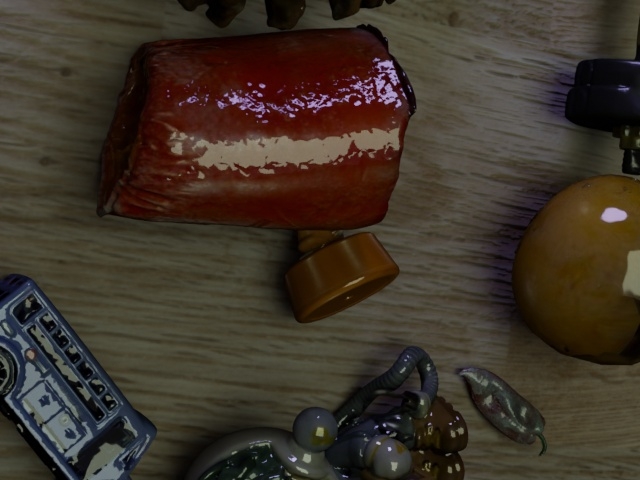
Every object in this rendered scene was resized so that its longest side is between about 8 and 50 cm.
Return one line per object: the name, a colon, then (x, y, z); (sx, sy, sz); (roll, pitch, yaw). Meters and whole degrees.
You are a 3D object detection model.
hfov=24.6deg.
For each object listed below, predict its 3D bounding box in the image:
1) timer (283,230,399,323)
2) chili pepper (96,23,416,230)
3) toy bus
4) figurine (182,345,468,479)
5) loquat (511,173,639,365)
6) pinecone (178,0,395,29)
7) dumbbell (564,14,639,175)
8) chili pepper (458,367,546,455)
timer: (0.000, 0.000, 1.683); (0.132, 0.132, 0.152); (-22, 78, -21)
chili pepper: (-0.079, -0.130, 1.556); (0.305, 0.229, 0.251); (3, 51, -19)
toy bus: (-0.274, 0.180, 1.556); (0.133, 0.125, 0.292); (-40, 107, -17)
figurine: (0.000, 0.289, 1.661); (0.382, 0.186, 0.261); (-13, 110, -29)
loquat: (0.348, 0.035, 1.765); (0.235, 0.235, 0.235); (-2, 95, -24)
pinecone: (-0.016, -0.381, 1.505); (0.384, 0.384, 0.384); (-2, 95, -24)
dumbbell: (0.406, -0.273, 1.791); (0.185, 0.185, 0.388); (7, 90, -24)
chili pepper: (0.229, 0.208, 1.830); (0.153, 0.041, 0.050); (40, 57, -6)
